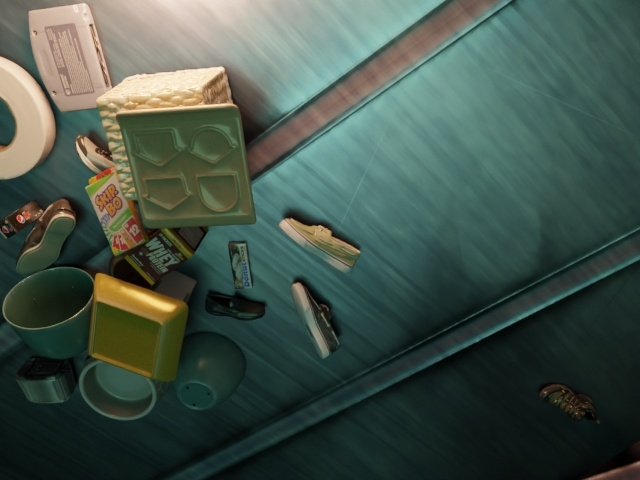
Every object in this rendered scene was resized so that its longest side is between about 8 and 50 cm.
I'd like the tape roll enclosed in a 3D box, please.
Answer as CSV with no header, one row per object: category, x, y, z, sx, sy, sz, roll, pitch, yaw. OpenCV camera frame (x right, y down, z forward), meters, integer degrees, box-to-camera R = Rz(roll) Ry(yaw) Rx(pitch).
tape roll,-1.044,-0.388,1.641,0.391,0.072,0.392,2,115,3

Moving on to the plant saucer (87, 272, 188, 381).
plant saucer,-0.627,0.310,1.719,0.332,0.081,0.333,18,113,4

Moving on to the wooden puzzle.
wooden puzzle,-0.348,-0.196,1.399,0.322,0.080,0.348,-2,120,6

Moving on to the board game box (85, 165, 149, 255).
board game box,-0.637,-0.093,1.618,0.124,0.039,0.260,-24,87,18

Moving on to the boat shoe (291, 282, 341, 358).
boat shoe,-0.010,0.276,1.878,0.102,0.108,0.301,-27,100,-19

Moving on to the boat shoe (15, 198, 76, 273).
boat shoe,-0.956,-0.011,1.814,0.335,0.096,0.112,-42,142,24

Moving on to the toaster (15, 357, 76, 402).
toaster,-1.071,0.554,2.055,0.226,0.129,0.147,-2,119,2

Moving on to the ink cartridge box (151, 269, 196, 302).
ink cartridge box,-0.565,0.273,1.848,0.117,0.201,0.278,25,114,-6

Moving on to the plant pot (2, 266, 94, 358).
plant pot,-0.922,0.276,1.839,0.292,0.293,0.235,3,131,2

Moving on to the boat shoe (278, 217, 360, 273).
boat shoe,0.000,0.000,1.754,0.302,0.109,0.094,33,98,-21

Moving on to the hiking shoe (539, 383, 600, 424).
hiking shoe,0.948,0.622,1.967,0.226,0.114,0.086,17,114,-4

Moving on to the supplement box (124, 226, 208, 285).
supplement box,-0.507,0.011,1.726,0.191,0.194,0.129,-34,108,17

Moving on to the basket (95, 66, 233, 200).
basket,-0.434,-0.315,1.534,0.331,0.266,0.328,-4,116,7

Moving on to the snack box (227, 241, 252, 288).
snack box,-0.284,0.089,1.844,0.064,0.022,0.178,-3,114,4

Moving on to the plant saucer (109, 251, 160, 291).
plant saucer,-0.673,0.120,1.876,0.198,0.036,0.199,1,114,3

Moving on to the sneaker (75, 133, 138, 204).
sneaker,-0.672,-0.241,1.682,0.108,0.100,0.271,-38,114,9

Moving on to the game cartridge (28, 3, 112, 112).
game cartridge,-0.753,-0.542,1.562,0.196,0.060,0.294,-6,114,2

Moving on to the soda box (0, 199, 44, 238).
soda box,-1.000,-0.072,1.732,0.053,0.169,0.060,-27,111,15

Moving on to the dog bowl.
dog bowl,-0.785,0.564,2.055,0.348,0.102,0.349,2,115,3

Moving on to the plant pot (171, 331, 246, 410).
plant pot,-0.442,0.521,1.962,0.290,0.195,0.290,1,115,3

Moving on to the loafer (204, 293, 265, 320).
loafer,-0.311,0.238,1.886,0.223,0.076,0.078,7,123,4
